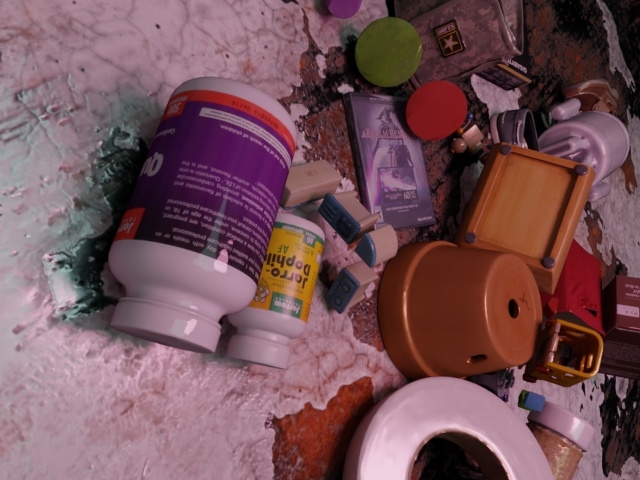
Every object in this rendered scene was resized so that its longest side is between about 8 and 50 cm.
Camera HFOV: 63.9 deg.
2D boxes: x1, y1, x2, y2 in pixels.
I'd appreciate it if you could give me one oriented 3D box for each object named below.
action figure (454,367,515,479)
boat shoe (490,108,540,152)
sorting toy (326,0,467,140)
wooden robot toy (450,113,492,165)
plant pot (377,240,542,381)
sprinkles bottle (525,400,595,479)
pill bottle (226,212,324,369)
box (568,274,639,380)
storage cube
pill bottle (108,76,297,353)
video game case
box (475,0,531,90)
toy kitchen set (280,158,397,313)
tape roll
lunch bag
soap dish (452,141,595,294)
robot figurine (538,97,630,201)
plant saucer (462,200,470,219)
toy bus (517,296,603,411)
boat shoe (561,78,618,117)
[{"bbox_3d":[0.365,0.395,1.084,0.185,0.099,0.285,19,74,-47],"label":"action figure"},{"bbox_3d":[0.539,-0.188,1.332,0.116,0.099,0.319,-30,102,-40],"label":"boat shoe"},{"bbox_3d":[0.151,-0.367,1.030,0.365,0.127,0.126,44,25,-17],"label":"sorting toy"},{"bbox_3d":[0.337,-0.229,1.204,0.079,0.076,0.173,-42,114,0],"label":"wooden robot toy"},{"bbox_3d":[0.281,0.133,0.985,0.291,0.203,0.291,8,77,-39],"label":"plant pot"},{"bbox_3d":[0.404,0.496,1.001,0.121,0.121,0.355,40,75,-29],"label":"sprinkles bottle"},{"bbox_3d":[-0.069,0.074,0.745,0.117,0.117,0.208,25,69,-35],"label":"pill bottle"},{"bbox_3d":[0.764,0.228,1.273,0.381,0.191,0.143,71,31,-64],"label":"box"},{"bbox_3d":[0.532,0.116,1.204,0.183,0.215,0.193,29,59,-34],"label":"storage cube"},{"bbox_3d":[-0.149,-0.031,0.653,0.181,0.181,0.323,29,64,-34],"label":"pill bottle"},{"bbox_3d":[0.144,-0.158,1.035,0.196,0.026,0.274,-10,90,-42],"label":"video game case"},{"bbox_3d":[0.417,-0.554,1.307,0.322,0.079,0.257,8,76,-40],"label":"box"},{"bbox_3d":[0.000,0.000,0.859,0.122,0.166,0.207,-20,59,-42],"label":"toy kitchen set"},{"bbox_3d":[0.226,0.429,0.862,0.392,0.072,0.392,11,58,-17],"label":"tape roll"},{"bbox_3d":[0.285,-0.477,1.071,0.169,0.235,0.287,4,79,-46],"label":"lunch bag"},{"bbox_3d":[0.434,-0.061,1.102,0.291,0.229,0.118,-66,162,-9],"label":"soap dish"},{"bbox_3d":[0.739,-0.253,1.450,0.353,0.199,0.300,-26,99,-41],"label":"robot figurine"},{"bbox_3d":[0.380,-0.039,1.221,0.119,0.021,0.119,8,78,-40],"label":"plant saucer"},{"bbox_3d":[0.457,0.228,0.976,0.202,0.104,0.191,-44,149,-61],"label":"toy bus"},{"bbox_3d":[0.891,-0.444,1.673,0.324,0.123,0.116,-1,85,-40],"label":"boat shoe"}]
